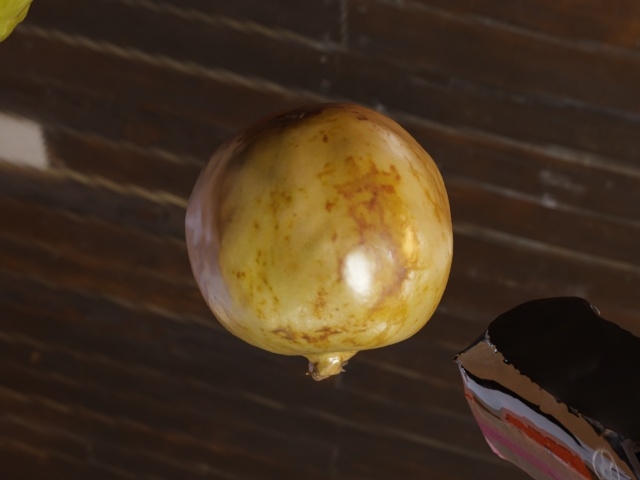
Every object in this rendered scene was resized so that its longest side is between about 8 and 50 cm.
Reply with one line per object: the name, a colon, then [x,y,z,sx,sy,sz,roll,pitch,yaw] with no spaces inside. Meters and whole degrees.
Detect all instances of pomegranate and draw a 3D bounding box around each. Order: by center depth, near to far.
pomegranate: [0.000,0.000,1.494,0.248,0.248,0.248,13,147,9]

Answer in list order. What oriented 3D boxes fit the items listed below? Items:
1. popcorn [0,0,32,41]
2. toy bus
popcorn: [-0.201,-0.149,0.700,0.155,0.197,0.197,41,169,45]
toy bus: [0.246,0.158,1.498,0.303,0.127,0.147,34,149,54]
